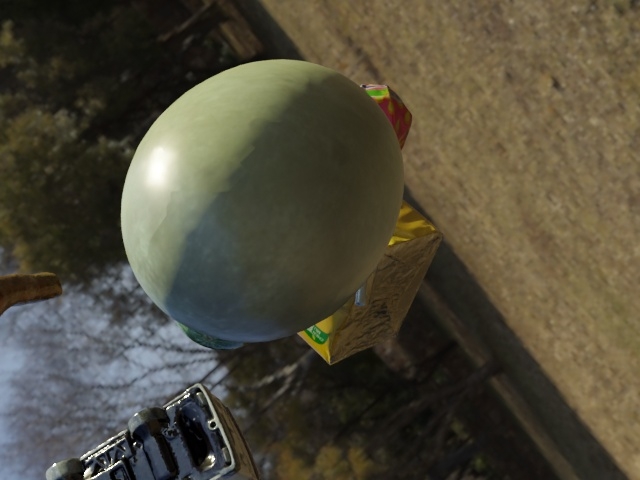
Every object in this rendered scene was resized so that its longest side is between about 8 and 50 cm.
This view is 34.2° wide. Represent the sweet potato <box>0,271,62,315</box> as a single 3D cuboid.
[{"bbox_3d":[-0.581,0.105,1.767,0.109,0.109,0.385,48,-149,7],"label":"sweet potato"}]

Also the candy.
[{"bbox_3d":[0.074,-0.074,1.623,0.124,0.366,0.124,6,160,2],"label":"candy"}]

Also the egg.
[{"bbox_3d":[-0.051,-0.044,1.026,0.258,0.258,0.352,48,-143,2],"label":"egg"}]

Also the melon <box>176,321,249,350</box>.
[{"bbox_3d":[-0.137,0.043,1.599,0.182,0.182,0.288,49,-152,-29],"label":"melon"}]

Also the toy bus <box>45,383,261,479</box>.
[{"bbox_3d":[-0.339,0.499,2.100,0.209,0.439,0.249,61,-172,30],"label":"toy bus"}]

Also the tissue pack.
[{"bbox_3d":[0.000,0.000,1.993,0.228,0.293,0.382,-18,-129,-45],"label":"tissue pack"}]
